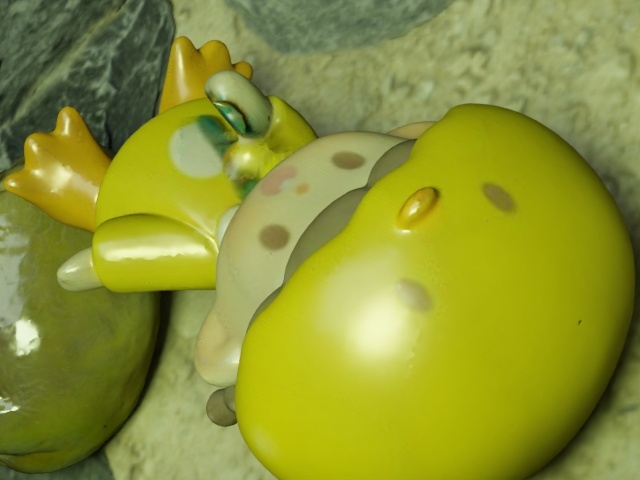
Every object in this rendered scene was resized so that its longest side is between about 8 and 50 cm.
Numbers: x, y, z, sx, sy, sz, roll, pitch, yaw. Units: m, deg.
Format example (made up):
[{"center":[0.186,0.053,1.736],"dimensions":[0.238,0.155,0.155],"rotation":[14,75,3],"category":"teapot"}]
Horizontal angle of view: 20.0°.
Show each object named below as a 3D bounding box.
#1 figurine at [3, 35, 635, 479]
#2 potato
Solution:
[{"center":[0.000,0.000,0.922],"dimensions":[0.215,0.187,0.344],"rotation":[-47,46,-10],"category":"figurine"},{"center":[-0.169,0.038,1.091],"dimensions":[0.154,0.137,0.200],"rotation":[138,142,-58],"category":"potato"}]
